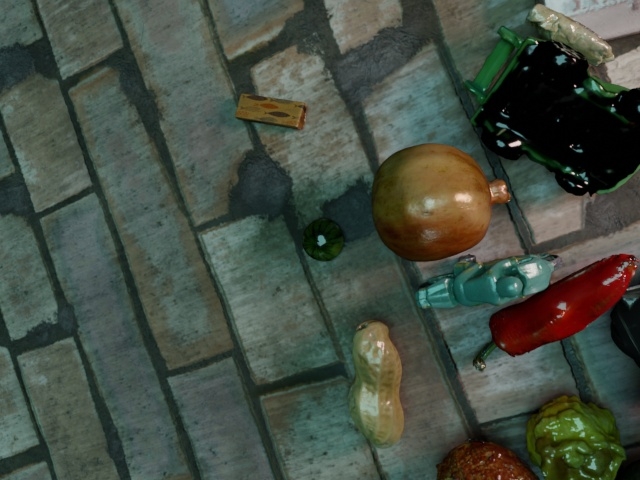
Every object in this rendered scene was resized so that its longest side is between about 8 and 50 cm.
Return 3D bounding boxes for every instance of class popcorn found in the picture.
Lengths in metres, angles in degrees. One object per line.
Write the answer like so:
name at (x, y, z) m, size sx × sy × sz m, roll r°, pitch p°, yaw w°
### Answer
popcorn at (0.511, 0.412, 0.970) m, size 0.198 × 0.155 × 0.197 m, roll -1°, pitch 82°, yaw 9°

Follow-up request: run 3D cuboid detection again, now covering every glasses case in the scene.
glasses case at (-0.120, -0.313, 1.181) m, size 0.170 × 0.041 × 0.064 m, roll 13°, pitch 85°, yaw 17°

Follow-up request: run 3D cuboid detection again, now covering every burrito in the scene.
burrito at (0.472, -0.385, 0.915) m, size 0.188 × 0.058 × 0.045 m, roll 27°, pitch 96°, yaw -2°

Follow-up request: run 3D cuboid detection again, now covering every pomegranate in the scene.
pomegranate at (0.241, -0.077, 0.977) m, size 0.271 × 0.252 × 0.228 m, roll -8°, pitch 71°, yaw 19°

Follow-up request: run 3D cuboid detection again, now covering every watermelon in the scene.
watermelon at (0.000, 0.000, 1.149) m, size 0.106 × 0.062 × 0.105 m, roll 1°, pitch 93°, yaw 22°

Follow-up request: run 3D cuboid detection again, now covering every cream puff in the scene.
cream puff at (0.346, 0.536, 0.997) m, size 0.240 × 0.164 × 0.240 m, roll 34°, pitch 136°, yaw 41°

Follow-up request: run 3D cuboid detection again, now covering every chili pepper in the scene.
chili pepper at (0.451, 0.147, 0.963) m, size 0.110 × 0.110 × 0.387 m, roll 53°, pitch 129°, yaw 8°

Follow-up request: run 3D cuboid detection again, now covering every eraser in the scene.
eraser at (0.568, -0.480, 0.932) m, size 0.270 × 0.095 × 0.174 m, roll -9°, pitch 97°, yaw 18°

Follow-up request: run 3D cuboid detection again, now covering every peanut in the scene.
peanut at (0.124, 0.324, 1.096) m, size 0.130 × 0.130 × 0.290 m, roll -1°, pitch 93°, yaw 17°

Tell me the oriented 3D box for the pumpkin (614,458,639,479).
pumpkin at (0.683, 0.544, 0.889) m, size 0.300 × 0.207 × 0.300 m, roll 1°, pitch 94°, yaw 13°

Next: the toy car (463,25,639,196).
toy car at (0.455, -0.253, 0.936) m, size 0.359 × 0.176 × 0.213 m, roll 31°, pitch 128°, yaw 6°

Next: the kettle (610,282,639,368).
kettle at (0.702, 0.158, 0.880) m, size 0.290 × 0.207 × 0.268 m, roll -32°, pitch 98°, yaw 26°

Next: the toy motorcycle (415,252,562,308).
toy motorcycle at (0.342, 0.088, 0.980) m, size 0.297 × 0.198 × 0.109 m, roll -14°, pitch 94°, yaw 19°
